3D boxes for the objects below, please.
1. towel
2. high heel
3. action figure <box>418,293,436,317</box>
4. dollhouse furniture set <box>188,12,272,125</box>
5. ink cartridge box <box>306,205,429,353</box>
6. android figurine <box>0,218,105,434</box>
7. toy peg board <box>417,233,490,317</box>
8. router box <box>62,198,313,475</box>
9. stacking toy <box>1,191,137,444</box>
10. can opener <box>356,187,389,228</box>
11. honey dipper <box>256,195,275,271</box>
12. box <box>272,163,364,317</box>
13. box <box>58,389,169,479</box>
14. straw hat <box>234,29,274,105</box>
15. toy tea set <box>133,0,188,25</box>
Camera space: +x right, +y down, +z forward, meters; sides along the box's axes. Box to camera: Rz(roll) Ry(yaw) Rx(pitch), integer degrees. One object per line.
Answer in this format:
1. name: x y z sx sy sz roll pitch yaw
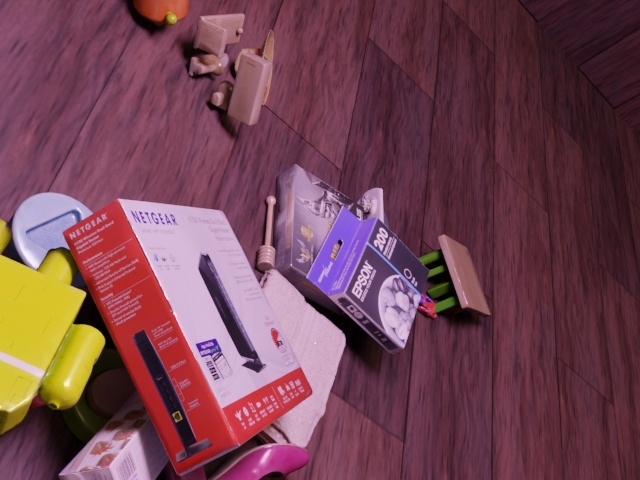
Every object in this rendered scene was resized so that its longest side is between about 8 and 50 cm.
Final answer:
1. towel: -0.059 0.187 1.334 0.187 0.049 0.282 45 38 -19
2. high heel: -0.101 0.340 1.144 0.244 0.082 0.117 9 59 -46
3. action figure: 0.200 0.116 1.710 0.115 0.030 0.038 49 42 -22
4. dollhouse furniture set: -0.135 -0.308 1.520 0.151 0.144 0.123 29 29 22
5. ink cartridge box: 0.091 0.059 1.498 0.208 0.045 0.206 42 43 -16
6. android figurine: -0.349 0.091 0.861 0.248 0.056 0.273 25 40 -12
7. toy peg board: 0.277 0.088 1.800 0.160 0.079 0.161 23 48 -60
8. router box: -0.149 0.104 1.075 0.301 0.082 0.335 63 12 6
9. stacking toy: -0.290 0.100 1.053 0.279 0.130 0.309 30 45 -33
10. can opener: 0.103 0.018 1.626 0.093 0.074 0.281 32 44 -31
11. honey dipper: -0.090 -0.017 1.462 0.030 0.030 0.161 32 41 -32
12. box: 0.000 0.000 1.532 0.183 0.056 0.231 31 44 -33
13. box: -0.204 0.223 1.021 0.324 0.063 0.067 -56 133 -71
14. straw hat: -0.129 -0.327 1.602 0.061 0.145 0.145 9 46 4
15. toy tea set: -0.300 -0.505 1.526 0.199 0.124 0.336 20 47 -2
